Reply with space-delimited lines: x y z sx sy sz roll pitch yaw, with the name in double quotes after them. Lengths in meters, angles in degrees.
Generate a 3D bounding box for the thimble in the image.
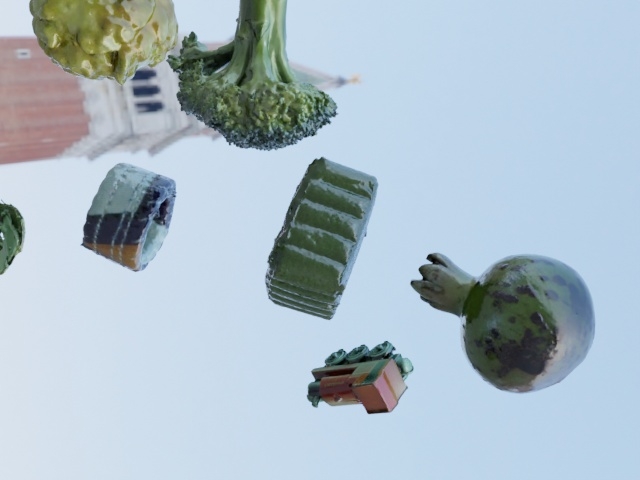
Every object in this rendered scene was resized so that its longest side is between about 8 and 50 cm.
-0.419 -0.054 2.005 0.150 0.237 0.237 23 -56 2 "thimble"

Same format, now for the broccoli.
-0.103 -0.356 1.757 0.353 0.275 0.397 40 -68 -4 "broccoli"

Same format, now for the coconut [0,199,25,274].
-0.532 0.001 1.423 0.158 0.055 0.133 -35 -108 1 "coconut"

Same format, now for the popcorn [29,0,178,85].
-0.318 -0.366 1.346 0.192 0.233 0.266 126 -13 -61 "popcorn"

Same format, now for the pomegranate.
0.320 0.110 1.528 0.306 0.242 0.242 49 -47 32 "pomegranate"

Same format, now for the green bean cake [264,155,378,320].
0.000 0.000 1.667 0.247 0.156 0.250 99 9 -72 "green bean cake"

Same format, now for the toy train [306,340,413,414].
0.053 0.213 1.366 0.175 0.118 0.074 -13 -71 38 "toy train"
